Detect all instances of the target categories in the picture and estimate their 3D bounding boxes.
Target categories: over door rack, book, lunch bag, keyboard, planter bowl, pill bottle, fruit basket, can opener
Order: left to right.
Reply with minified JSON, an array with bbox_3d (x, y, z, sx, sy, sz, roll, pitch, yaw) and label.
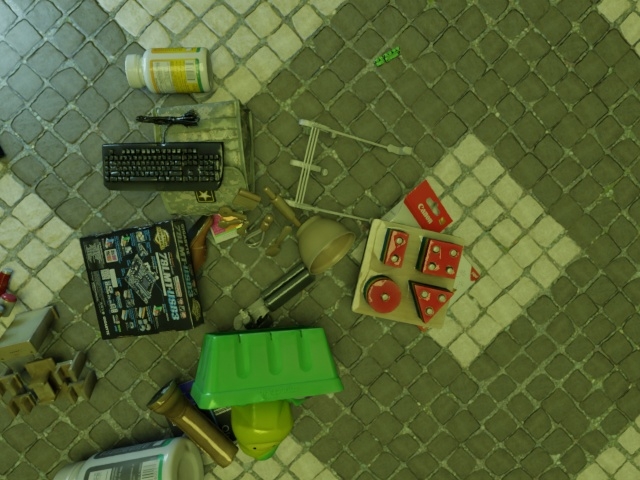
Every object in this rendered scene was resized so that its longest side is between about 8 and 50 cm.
[{"bbox_3d":[-0.520,0.664,1.342,0.361,0.204,0.204,-13,95,10],"label":"pill bottle"},{"bbox_3d":[-0.390,-0.222,1.222,0.317,0.033,0.201,1,91,9],"label":"keyboard"},{"bbox_3d":[-0.398,-0.449,1.316,0.208,0.117,0.117,-3,95,-3],"label":"pill bottle"},{"bbox_3d":[-0.299,-0.205,1.309,0.235,0.169,0.287,-4,94,5],"label":"lunch bag"},{"bbox_3d":[-0.275,-0.074,1.397,0.096,0.035,0.144,-20,95,2],"label":"book"},{"bbox_3d":[-0.148,0.416,1.309,0.392,0.283,0.392,3,82,-21],"label":"fruit basket"},{"bbox_3d":[-0.131,0.174,1.414,0.280,0.074,0.093,-41,129,3],"label":"can opener"},{"bbox_3d":[0.000,0.000,1.366,0.162,0.162,0.109,-43,69,1],"label":"planter bowl"},{"bbox_3d":[0.064,-0.178,1.379,0.324,0.108,0.239,11,96,-18],"label":"over door rack"}]

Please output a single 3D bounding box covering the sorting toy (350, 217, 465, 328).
[{"bbox_3d":[0.235,0.095,1.295,0.257,0.089,0.255,12,96,-7],"label":"sorting toy"}]

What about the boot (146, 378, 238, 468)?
[{"bbox_3d":[-0.324,0.486,1.304,0.269,0.236,0.089,45,73,-2],"label":"boot"}]

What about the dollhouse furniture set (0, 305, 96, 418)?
[{"bbox_3d":[-0.766,0.332,1.373,0.212,0.161,0.242,-13,117,-2],"label":"dollhouse furniture set"}]

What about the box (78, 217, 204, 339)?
[{"bbox_3d":[-0.481,0.108,1.341,0.293,0.073,0.295,-10,94,15],"label":"box"}]

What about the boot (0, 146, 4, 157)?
[{"bbox_3d":[-0.927,-0.256,1.342,0.099,0.045,0.121,-23,97,2],"label":"boot"}]

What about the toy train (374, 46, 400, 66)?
[{"bbox_3d":[0.189,-0.515,1.393,0.083,0.017,0.023,-29,105,0],"label":"toy train"}]

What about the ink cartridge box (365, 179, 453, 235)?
[{"bbox_3d":[0.260,-0.030,1.384,0.225,0.056,0.181,-40,121,2],"label":"ink cartridge box"}]

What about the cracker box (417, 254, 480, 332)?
[{"bbox_3d":[0.317,0.124,1.403,0.232,0.067,0.156,-46,115,1],"label":"cracker box"}]

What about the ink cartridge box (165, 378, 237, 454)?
[{"bbox_3d":[-0.334,0.500,1.433,0.206,0.045,0.208,-22,95,0],"label":"ink cartridge box"}]

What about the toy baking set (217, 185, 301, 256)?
[{"bbox_3d":[-0.157,-0.051,1.327,0.197,0.030,0.256,-24,136,25],"label":"toy baking set"}]

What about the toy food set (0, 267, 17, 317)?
[{"bbox_3d":[-0.892,0.118,1.331,0.232,0.111,0.104,30,93,26],"label":"toy food set"}]

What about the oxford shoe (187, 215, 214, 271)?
[{"bbox_3d":[-0.345,0.020,1.387,0.076,0.076,0.212,25,102,-27],"label":"oxford shoe"}]
